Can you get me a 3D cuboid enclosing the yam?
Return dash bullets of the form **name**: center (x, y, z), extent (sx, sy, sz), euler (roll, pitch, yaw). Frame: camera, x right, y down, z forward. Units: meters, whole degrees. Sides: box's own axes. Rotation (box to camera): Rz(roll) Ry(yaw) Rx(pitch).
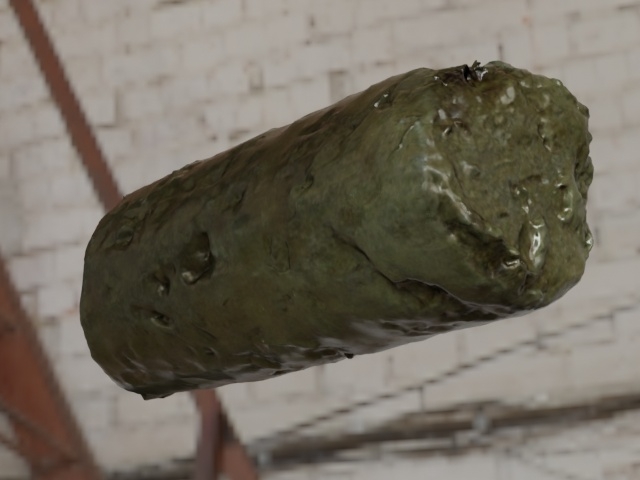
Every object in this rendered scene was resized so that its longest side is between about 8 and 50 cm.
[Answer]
- **yam**: center (0.000, 0.000, 0.596), extent (0.078, 0.078, 0.179), euler (17, -23, -36)
